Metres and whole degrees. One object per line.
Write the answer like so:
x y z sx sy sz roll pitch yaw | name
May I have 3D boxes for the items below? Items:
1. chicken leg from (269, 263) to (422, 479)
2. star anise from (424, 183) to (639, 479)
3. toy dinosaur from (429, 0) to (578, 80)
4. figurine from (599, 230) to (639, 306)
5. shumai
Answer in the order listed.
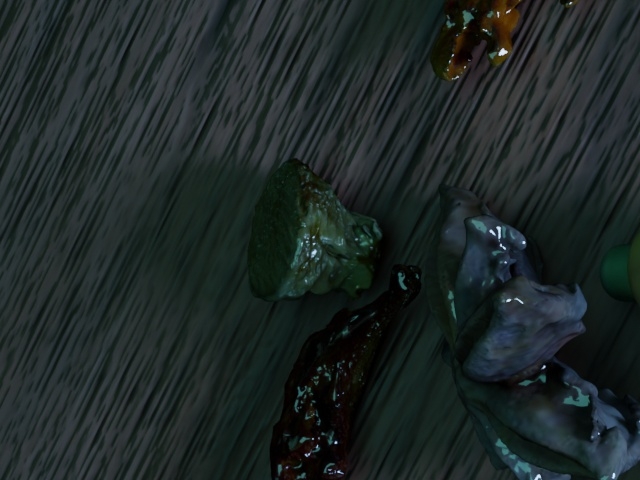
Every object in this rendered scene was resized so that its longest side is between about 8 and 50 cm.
0.014 0.107 1.256 0.089 0.048 0.219 37 107 50 | chicken leg
0.141 0.075 1.144 0.111 0.257 0.198 -17 105 -8 | star anise
0.211 -0.302 1.192 0.208 0.097 0.432 19 90 31 | toy dinosaur
0.308 0.118 1.095 0.222 0.124 0.324 -34 78 32 | figurine
0.001 -0.001 1.265 0.124 0.087 0.099 -97 29 -47 | shumai
